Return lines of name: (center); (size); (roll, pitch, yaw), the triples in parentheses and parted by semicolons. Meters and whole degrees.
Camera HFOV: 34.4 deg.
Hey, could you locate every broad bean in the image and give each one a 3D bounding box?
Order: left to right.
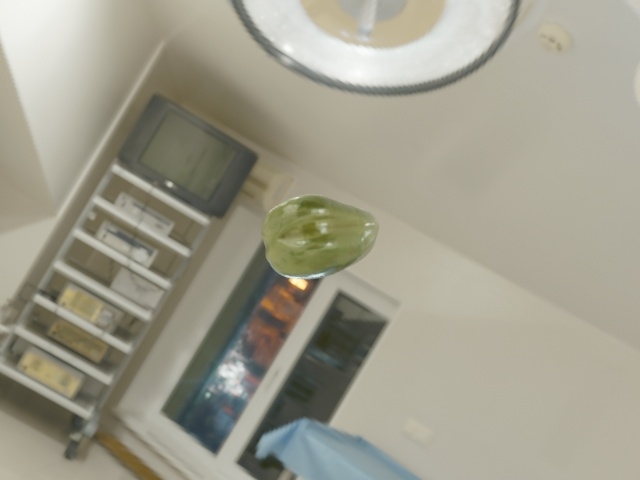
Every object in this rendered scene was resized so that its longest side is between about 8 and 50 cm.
broad bean: (0.000, 0.000, 0.564); (0.083, 0.063, 0.045); (11, 59, -71)
